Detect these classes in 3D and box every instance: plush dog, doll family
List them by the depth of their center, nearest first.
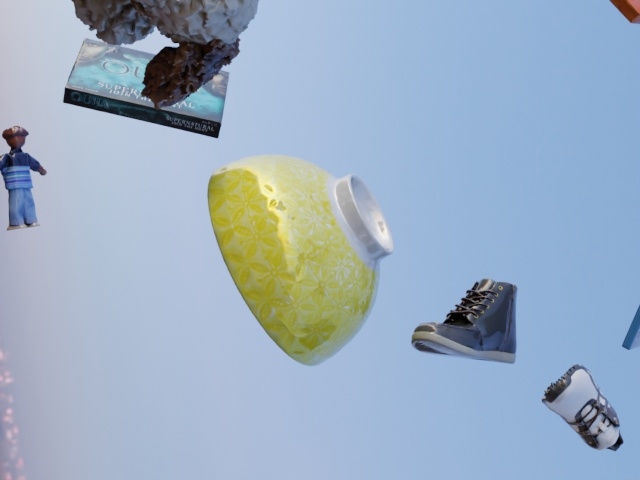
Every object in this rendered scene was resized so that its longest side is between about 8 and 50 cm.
[{"bbox_3d":[-0.089,-0.221,0.692,0.262,0.211,0.225,81,-2,-48],"label":"plush dog"},{"bbox_3d":[-0.356,-0.061,1.080,0.193,0.076,0.111,-17,98,-75],"label":"doll family"}]

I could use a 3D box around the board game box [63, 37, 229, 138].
[{"bbox_3d":[-0.208,-0.188,1.273,0.126,0.186,0.026,-90,-165,-51],"label":"board game box"}]

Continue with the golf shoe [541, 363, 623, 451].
[{"bbox_3d":[0.367,0.232,1.419,0.094,0.077,0.198,47,6,36],"label":"golf shoe"}]

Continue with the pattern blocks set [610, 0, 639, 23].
[{"bbox_3d":[0.373,-0.371,1.303,0.026,0.325,0.285,-44,-160,45],"label":"pattern blocks set"}]

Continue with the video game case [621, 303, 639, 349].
[{"bbox_3d":[0.499,0.098,1.537,0.015,0.166,0.119,28,-73,32],"label":"video game case"}]

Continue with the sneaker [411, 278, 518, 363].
[{"bbox_3d":[0.203,0.106,1.469,0.083,0.222,0.118,1,-99,39],"label":"sneaker"}]

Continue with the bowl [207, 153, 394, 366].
[{"bbox_3d":[0.000,0.000,1.337,0.289,0.156,0.289,55,18,-28],"label":"bowl"}]
